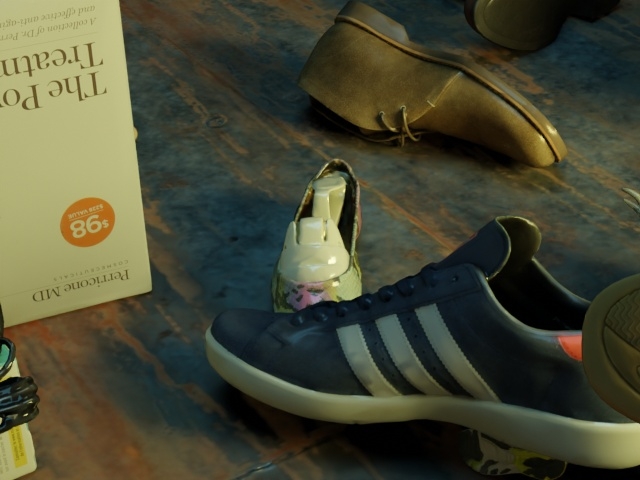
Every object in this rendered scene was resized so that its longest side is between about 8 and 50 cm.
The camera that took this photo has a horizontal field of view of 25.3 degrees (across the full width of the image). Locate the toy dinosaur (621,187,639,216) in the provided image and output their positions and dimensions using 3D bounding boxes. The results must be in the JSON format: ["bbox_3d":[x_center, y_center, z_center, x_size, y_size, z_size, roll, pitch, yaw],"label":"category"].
[{"bbox_3d":[0.341,0.066,1.065,0.160,0.121,0.313,-13,36,5],"label":"toy dinosaur"}]

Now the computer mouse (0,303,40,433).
[{"bbox_3d":[-0.283,0.050,0.962,0.188,0.072,0.272,-5,43,-8],"label":"computer mouse"}]

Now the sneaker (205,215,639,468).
[{"bbox_3d":[0.081,0.051,1.004,0.350,0.148,0.131,6,15,21],"label":"sneaker"}]

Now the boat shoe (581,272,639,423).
[{"bbox_3d":[0.269,0.062,0.700,0.277,0.098,0.096,4,-2,12],"label":"boat shoe"}]

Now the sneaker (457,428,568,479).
[{"bbox_3d":[0.136,0.149,0.999,0.083,0.031,0.035,11,9,29],"label":"sneaker"}]

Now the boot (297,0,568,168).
[{"bbox_3d":[0.104,-0.126,1.402,0.305,0.112,0.115,32,75,36],"label":"boot"}]

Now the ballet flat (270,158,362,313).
[{"bbox_3d":[0.000,0.000,1.192,0.077,0.079,0.221,2,33,5],"label":"ballet flat"}]

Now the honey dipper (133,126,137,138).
[{"bbox_3d":[-0.257,-0.090,1.404,0.160,0.030,0.030,-12,33,-24],"label":"honey dipper"}]

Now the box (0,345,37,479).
[{"bbox_3d":[-0.320,0.147,0.958,0.244,0.100,0.060,-19,35,-26],"label":"box"}]

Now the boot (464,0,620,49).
[{"bbox_3d":[0.176,-0.318,1.677,0.280,0.096,0.264,25,41,38],"label":"boot"}]

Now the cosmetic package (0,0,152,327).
[{"bbox_3d":[-0.333,-0.054,1.107,0.377,0.284,0.097,-14,36,-18],"label":"cosmetic package"}]
